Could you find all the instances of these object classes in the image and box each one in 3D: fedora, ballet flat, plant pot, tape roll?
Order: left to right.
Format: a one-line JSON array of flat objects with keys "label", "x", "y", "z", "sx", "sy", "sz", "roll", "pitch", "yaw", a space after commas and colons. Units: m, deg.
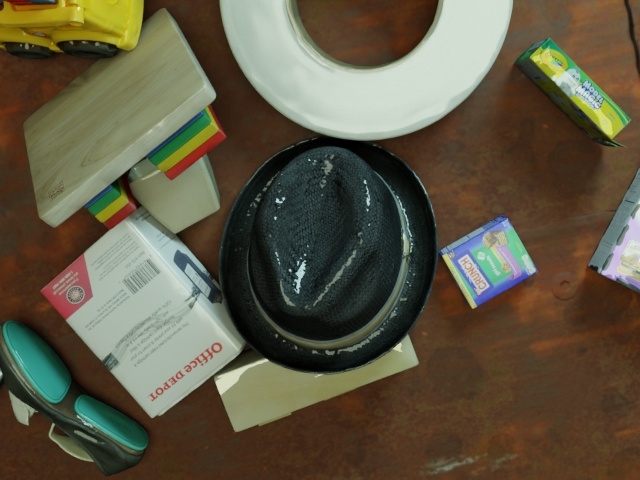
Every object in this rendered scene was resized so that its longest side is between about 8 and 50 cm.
[{"label": "ballet flat", "x": -0.373, "y": 0.237, "z": 1.323, "sx": 0.096, "sy": 0.095, "sz": 0.280, "roll": -42, "pitch": 100, "yaw": 17}, {"label": "plant pot", "x": -0.193, "y": -0.074, "z": 1.287, "sx": 0.109, "sy": 0.109, "sz": 0.096, "roll": -29, "pitch": 108, "yaw": 3}, {"label": "fedora", "x": 0.000, "y": 0.000, "z": 1.218, "sx": 0.334, "sy": 0.152, "sz": 0.334, "roll": -3, "pitch": 73, "yaw": 8}, {"label": "tape roll", "x": 0.060, "y": -0.329, "z": 1.240, "sx": 0.392, "sy": 0.072, "sz": 0.392, "roll": 2, "pitch": 105, "yaw": 6}]

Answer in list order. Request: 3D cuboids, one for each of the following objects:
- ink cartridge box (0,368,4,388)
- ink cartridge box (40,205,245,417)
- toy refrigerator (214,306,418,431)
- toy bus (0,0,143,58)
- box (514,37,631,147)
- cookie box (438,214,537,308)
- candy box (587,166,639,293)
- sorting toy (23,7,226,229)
[{"label": "ink cartridge box", "x": -0.615, "y": 0.234, "z": 1.343, "sx": 0.239, "sy": 0.060, "sz": 0.275, "roll": 32, "pitch": 96, "yaw": -5}, {"label": "ink cartridge box", "x": -0.235, "y": 0.096, "z": 1.294, "sx": 0.172, "sy": 0.100, "sz": 0.237, "roll": -39, "pitch": 96, "yaw": 15}, {"label": "toy refrigerator", "x": -0.004, "y": 0.175, "z": 1.315, "sx": 0.269, "sy": 0.102, "sz": 0.094, "roll": -20, "pitch": 97, "yaw": 2}, {"label": "toy bus", "x": -0.367, "y": -0.317, "z": 1.187, "sx": 0.220, "sy": 0.211, "sz": 0.149, "roll": 2, "pitch": 94, "yaw": 18}, {"label": "box", "x": 0.348, "y": -0.196, "z": 1.270, "sx": 0.043, "sy": 0.105, "sz": 0.179, "roll": -44, "pitch": 96, "yaw": 5}, {"label": "cookie box", "x": 0.237, "y": 0.030, "z": 1.328, "sx": 0.107, "sy": 0.040, "sz": 0.092, "roll": -30, "pitch": 97, "yaw": 4}, {"label": "candy box", "x": 0.499, "y": -0.010, "z": 1.310, "sx": 0.165, "sy": 0.070, "sz": 0.196, "roll": 26, "pitch": 97, "yaw": -3}, {"label": "sorting toy", "x": -0.251, "y": -0.148, "z": 1.218, "sx": 0.257, "sy": 0.255, "sz": 0.089, "roll": -38, "pitch": 129, "yaw": 6}]
